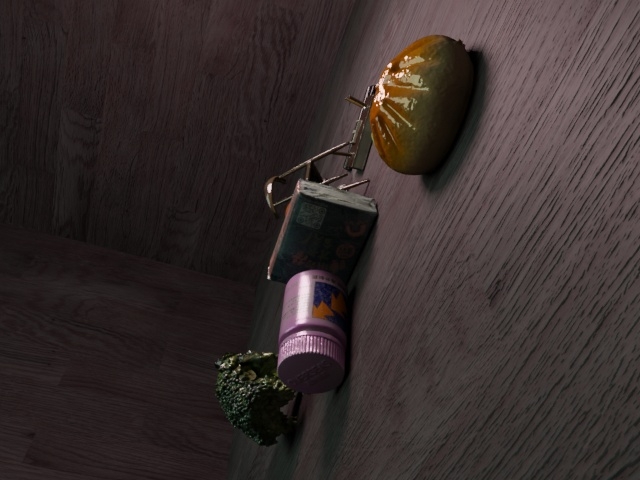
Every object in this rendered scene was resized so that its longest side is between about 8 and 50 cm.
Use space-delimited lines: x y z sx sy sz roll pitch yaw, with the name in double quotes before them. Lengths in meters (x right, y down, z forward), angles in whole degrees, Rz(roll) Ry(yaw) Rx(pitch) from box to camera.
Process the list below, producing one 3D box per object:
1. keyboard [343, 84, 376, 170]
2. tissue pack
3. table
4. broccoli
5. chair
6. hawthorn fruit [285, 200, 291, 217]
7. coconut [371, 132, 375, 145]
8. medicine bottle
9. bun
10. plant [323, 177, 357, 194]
"keyboard" 0.138 -0.398 2.233 0.101 0.018 0.309 -130 56 -77
"tissue pack" 0.000 0.000 1.759 0.103 0.228 0.315 -88 16 -54
"table" 0.112 -0.358 2.039 0.121 0.111 0.240 -137 63 -80
"broccoli" -0.191 0.483 1.985 0.317 0.338 0.277 -52 43 7
"chair" -0.008 -0.140 1.834 0.166 0.272 0.188 57 -155 -36
"hawthorn fruit" -0.030 -0.052 2.198 0.196 0.196 0.225 -103 15 -71
"coconut" 0.174 -0.268 1.621 0.088 0.088 0.096 180 76 -80
"medicine bottle" -0.017 0.233 1.641 0.290 0.178 0.178 -86 15 -50
"bun" 0.191 -0.293 1.318 0.299 0.165 0.299 -165 90 -79
"plant" 0.018 -0.058 2.014 0.274 0.146 0.149 -64 3 12
